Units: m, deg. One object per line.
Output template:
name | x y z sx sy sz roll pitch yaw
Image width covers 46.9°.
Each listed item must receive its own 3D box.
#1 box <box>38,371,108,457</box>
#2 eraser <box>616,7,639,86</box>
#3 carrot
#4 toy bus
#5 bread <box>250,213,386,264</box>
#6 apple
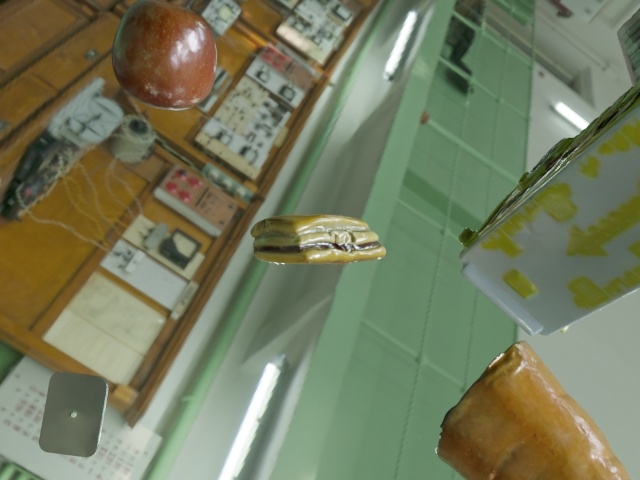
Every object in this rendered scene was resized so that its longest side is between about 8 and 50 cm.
box | -0.382 0.269 1.149 0.031 0.091 0.125 157 -59 -84
eraser | 0.369 -0.123 0.703 0.068 0.125 0.210 135 -43 -55
carrot | 0.241 0.235 0.756 0.159 0.225 0.159 -29 143 -25
toy bus | 0.153 -0.029 0.332 0.074 0.081 0.226 -47 178 -30
bread | 0.000 0.000 1.097 0.116 0.200 0.077 -5 -92 42
apple | -0.256 -0.308 1.230 0.181 0.181 0.168 -87 -166 -72
